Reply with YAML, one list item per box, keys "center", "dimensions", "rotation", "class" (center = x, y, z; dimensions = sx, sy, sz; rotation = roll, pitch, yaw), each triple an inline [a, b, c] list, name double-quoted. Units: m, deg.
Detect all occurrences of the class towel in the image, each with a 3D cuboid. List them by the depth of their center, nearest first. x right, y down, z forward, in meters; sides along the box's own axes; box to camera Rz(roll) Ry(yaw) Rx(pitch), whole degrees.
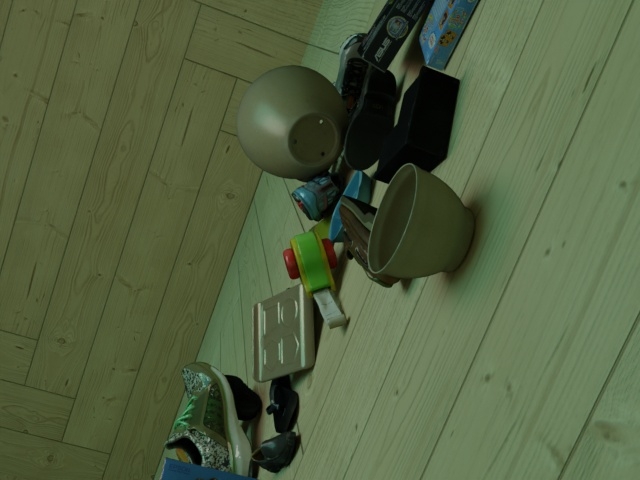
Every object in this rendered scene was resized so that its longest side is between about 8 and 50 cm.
- center: [0.000, 0.000, 1.933]
  dimensions: [0.237, 0.021, 0.102]
  rotation: [147, 136, -71]
  class: "towel"

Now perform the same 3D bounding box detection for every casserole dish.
- center: [0.067, -0.071, 1.692]
  dimensions: [0.114, 0.036, 0.188]
  rotation: [-85, 17, -45]
  class: "casserole dish"

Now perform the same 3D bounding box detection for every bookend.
- center: [0.165, -0.191, 1.349]
  dimensions: [0.157, 0.072, 0.156]
  rotation: [133, 153, -65]
  class: "bookend"

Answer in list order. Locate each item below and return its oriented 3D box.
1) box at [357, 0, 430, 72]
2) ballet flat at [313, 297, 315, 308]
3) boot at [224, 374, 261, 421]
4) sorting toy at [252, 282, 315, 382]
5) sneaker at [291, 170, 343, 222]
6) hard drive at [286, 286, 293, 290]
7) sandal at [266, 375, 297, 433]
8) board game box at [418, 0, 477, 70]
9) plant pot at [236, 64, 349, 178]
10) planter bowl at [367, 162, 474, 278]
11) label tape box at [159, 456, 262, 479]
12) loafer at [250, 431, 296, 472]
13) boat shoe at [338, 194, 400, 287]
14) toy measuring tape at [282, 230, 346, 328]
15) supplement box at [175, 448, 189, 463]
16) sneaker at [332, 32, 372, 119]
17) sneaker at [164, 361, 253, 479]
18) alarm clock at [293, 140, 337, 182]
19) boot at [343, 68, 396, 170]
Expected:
- center: [0.174, -0.486, 1.596]
  dimensions: [0.270, 0.060, 0.216]
  rotation: [-57, 9, 16]
  class: "box"
- center: [-0.059, 0.211, 1.818]
  dimensions: [0.206, 0.073, 0.067]
  rotation: [-66, -13, 16]
  class: "ballet flat"
- center: [-0.239, 0.501, 2.100]
  dimensions: [0.246, 0.094, 0.207]
  rotation: [-154, 72, -66]
  class: "boot"
- center: [-0.082, 0.212, 1.750]
  dimensions: [0.208, 0.038, 0.193]
  rotation: [-24, 60, 46]
  class: "sorting toy"
- center: [0.010, -0.114, 1.931]
  dimensions: [0.125, 0.104, 0.262]
  rotation: [-34, 5, 6]
  class: "sneaker"
- center: [-0.071, 0.173, 1.857]
  dimensions: [0.094, 0.022, 0.135]
  rotation: [-3, -62, -58]
  class: "hard drive"
- center: [-0.101, 0.365, 1.762]
  dimensions: [0.254, 0.054, 0.097]
  rotation: [-139, 68, -77]
  class: "sandal"
- center: [0.247, -0.440, 1.423]
  dimensions: [0.160, 0.039, 0.212]
  rotation: [-90, 22, -56]
  class: "board game box"
- center: [-0.047, -0.269, 1.878]
  dimensions: [0.284, 0.284, 0.191]
  rotation: [-69, 25, 14]
  class: "plant pot"
- center: [0.147, -0.015, 1.086]
  dimensions: [0.162, 0.109, 0.162]
  rotation: [-162, 90, -78]
  class: "planter bowl"
- center: [-0.253, 0.647, 1.600]
  dimensions: [0.334, 0.240, 0.106]
  rotation: [-84, 15, -47]
  class: "label tape box"
- center: [-0.098, 0.442, 1.622]
  dimensions: [0.170, 0.061, 0.062]
  rotation: [122, 162, -47]
  class: "loafer"
- center: [0.081, -0.004, 1.359]
  dimensions: [0.307, 0.110, 0.105]
  rotation: [-123, 53, -75]
  class: "boat shoe"
- center: [-0.010, 0.062, 1.625]
  dimensions: [0.330, 0.121, 0.122]
  rotation: [-118, 47, -64]
  class: "toy measuring tape"
- center: [-0.315, 0.624, 2.080]
  dimensions: [0.233, 0.078, 0.080]
  rotation: [20, 128, 62]
  class: "supplement box"
- center: [0.084, -0.412, 2.001]
  dimensions: [0.108, 0.100, 0.272]
  rotation: [-99, 22, -44]
  class: "sneaker"
- center: [-0.306, 0.462, 1.936]
  dimensions: [0.410, 0.182, 0.158]
  rotation: [56, 135, 45]
  class: "sneaker"
- center: [-0.050, -0.231, 2.068]
  dimensions: [0.064, 0.192, 0.130]
  rotation: [138, 147, -65]
  class: "alarm clock"
- center: [0.096, -0.241, 1.738]
  dimensions: [0.229, 0.091, 0.263]
  rotation: [127, 163, -70]
  class: "boot"
